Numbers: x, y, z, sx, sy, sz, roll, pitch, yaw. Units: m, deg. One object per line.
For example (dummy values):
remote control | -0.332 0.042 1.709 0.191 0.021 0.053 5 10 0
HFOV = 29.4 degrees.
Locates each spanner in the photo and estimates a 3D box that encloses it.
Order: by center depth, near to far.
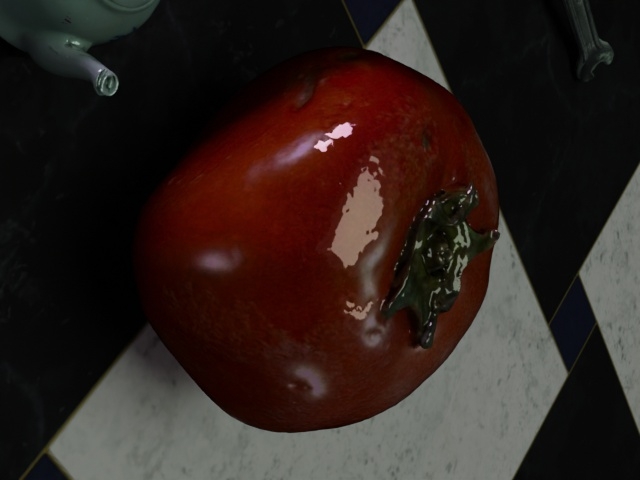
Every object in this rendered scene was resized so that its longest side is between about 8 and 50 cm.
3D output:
spanner | 0.330 -0.314 1.577 0.071 0.017 0.302 -37 139 -1

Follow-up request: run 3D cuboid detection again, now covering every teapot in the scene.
teapot | -0.173 -0.223 0.927 0.159 0.159 0.232 14 84 -51

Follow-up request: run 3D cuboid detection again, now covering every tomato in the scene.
tomato | 0.000 0.000 1.057 0.325 0.290 0.293 -58 133 -25
